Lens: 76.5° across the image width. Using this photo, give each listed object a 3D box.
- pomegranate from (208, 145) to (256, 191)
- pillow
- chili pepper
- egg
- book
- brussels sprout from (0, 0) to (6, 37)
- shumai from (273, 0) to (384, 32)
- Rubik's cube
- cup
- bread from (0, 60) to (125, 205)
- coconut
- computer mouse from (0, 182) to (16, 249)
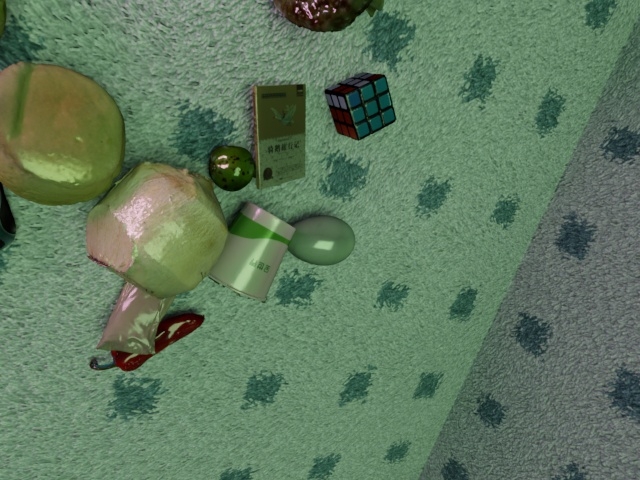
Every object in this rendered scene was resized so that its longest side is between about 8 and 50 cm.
[{"bbox_3d":[-0.259,-0.218,1.263,0.169,0.122,0.143,12,103,-31],"label":"pomegranate"},{"bbox_3d":[-0.565,0.234,1.285,0.174,0.067,0.270,21,77,-16],"label":"pillow"},{"bbox_3d":[-0.570,0.343,1.357,0.388,0.110,0.110,-30,123,-13],"label":"chili pepper"},{"bbox_3d":[0.000,0.000,1.463,0.264,0.183,0.182,0,112,-24],"label":"egg"},{"bbox_3d":[-0.124,-0.333,1.297,0.217,0.021,0.310,-24,124,-44],"label":"book"},{"bbox_3d":[-0.771,-0.504,0.817,0.244,0.244,0.243,-11,117,-24],"label":"brussels sprout"},{"bbox_3d":[0.075,-0.745,1.113,0.348,0.395,0.394,-17,122,-51],"label":"shumai"},{"bbox_3d":[0.131,-0.447,1.348,0.162,0.163,0.160,-29,122,-10],"label":"Rubik's cube"},{"bbox_3d":[-0.225,0.030,1.331,0.253,0.253,0.273,30,90,-35],"label":"cup"},{"bbox_3d":[-0.630,-0.244,0.964,0.321,0.237,0.320,3,85,-33],"label":"bread"},{"bbox_3d":[-0.434,-0.042,1.126,0.346,0.346,0.360,46,66,-35],"label":"coconut"},{"bbox_3d":[-0.865,-0.070,1.020,0.137,0.096,0.233,-10,117,-24],"label":"computer mouse"}]
